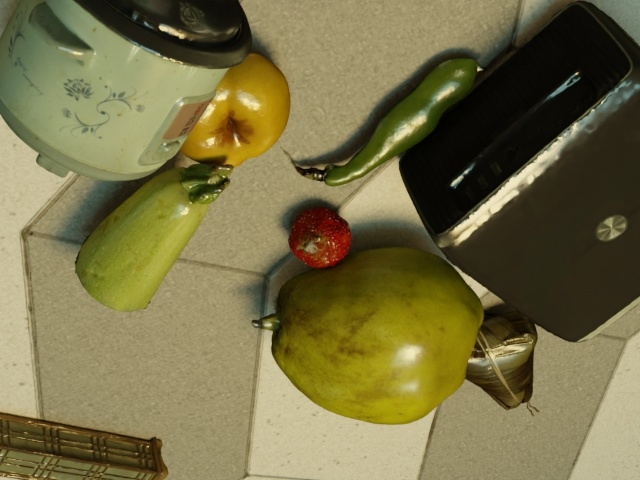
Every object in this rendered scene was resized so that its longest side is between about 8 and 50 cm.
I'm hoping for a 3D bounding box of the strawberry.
[{"bbox_3d":[0.000,-0.001,1.640,0.106,0.106,0.106,-10,133,-11],"label":"strawberry"}]

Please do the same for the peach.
[{"bbox_3d":[-0.125,-0.176,1.438,0.179,0.103,0.179,-8,136,-8],"label":"peach"}]

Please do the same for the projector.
[{"bbox_3d":[0.384,-0.094,1.597,0.395,0.242,0.405,-42,130,20],"label":"projector"}]

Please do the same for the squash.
[{"bbox_3d":[-0.229,-0.038,1.501,0.137,0.137,0.287,20,125,-32],"label":"squash"}]

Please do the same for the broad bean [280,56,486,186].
[{"bbox_3d":[0.104,-0.169,1.552,0.318,0.056,0.098,-29,120,8],"label":"broad bean"}]

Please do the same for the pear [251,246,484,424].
[{"bbox_3d":[0.076,0.149,1.697,0.375,0.287,0.287,6,130,-5],"label":"pear"}]

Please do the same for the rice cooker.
[{"bbox_3d":[-0.233,-0.234,1.245,0.316,0.264,0.316,-42,168,-11],"label":"rice cooker"}]

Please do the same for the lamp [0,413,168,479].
[{"bbox_3d":[-0.431,0.375,1.836,0.325,0.089,0.090,19,121,-33],"label":"lamp"}]

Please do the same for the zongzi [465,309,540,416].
[{"bbox_3d":[0.280,0.244,1.960,0.241,0.111,0.248,-11,136,0],"label":"zongzi"}]
